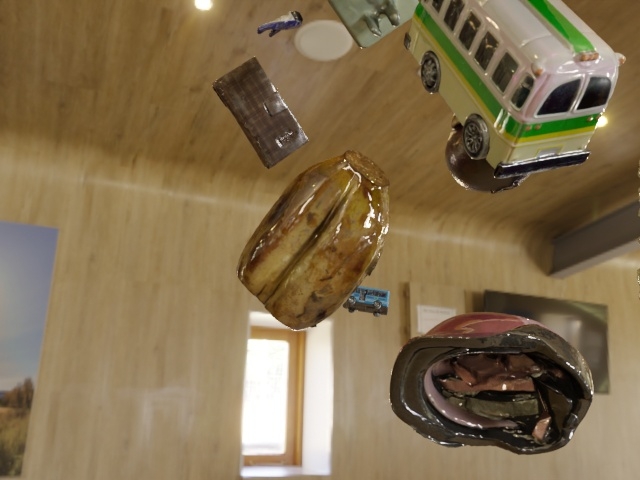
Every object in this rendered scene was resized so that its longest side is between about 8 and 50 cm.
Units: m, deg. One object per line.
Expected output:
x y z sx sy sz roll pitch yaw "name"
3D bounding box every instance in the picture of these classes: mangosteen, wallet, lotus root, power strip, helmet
0.354 -0.213 1.245 0.194 0.230 0.194 -14 1 0 "mangosteen"
-0.135 -0.290 1.360 0.124 0.230 0.042 -35 12 -8 "wallet"
0.000 0.002 0.910 0.193 0.291 0.193 35 12 -9 "lotus root"
0.090 -0.460 1.102 0.139 0.224 0.140 -29 -49 17 "power strip"
0.235 0.178 0.810 0.253 0.198 0.154 17 29 13 "helmet"

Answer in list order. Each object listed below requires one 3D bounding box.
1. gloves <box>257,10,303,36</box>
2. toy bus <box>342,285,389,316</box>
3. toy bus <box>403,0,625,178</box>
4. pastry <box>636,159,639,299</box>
-0.070 -0.374 1.036 0.086 0.026 0.064 -12 9 21 "gloves"
0.083 0.108 1.079 0.083 0.046 0.038 9 -33 9 "toy bus"
0.239 -0.248 0.785 0.143 0.305 0.179 -11 -37 -15 "toy bus"
0.340 0.000 0.519 0.089 0.258 0.121 -3 6 -18 "pastry"
